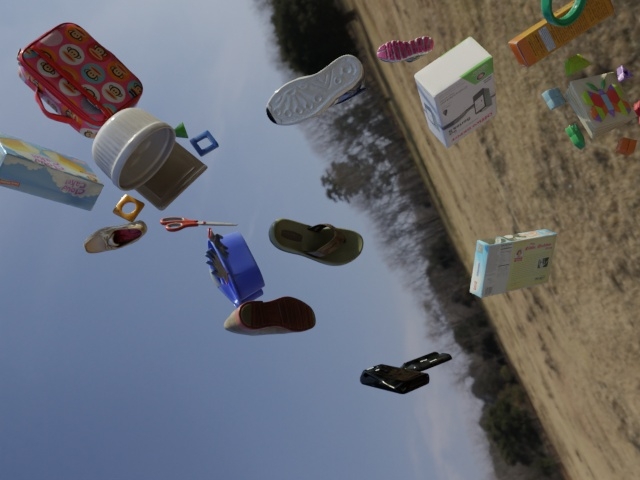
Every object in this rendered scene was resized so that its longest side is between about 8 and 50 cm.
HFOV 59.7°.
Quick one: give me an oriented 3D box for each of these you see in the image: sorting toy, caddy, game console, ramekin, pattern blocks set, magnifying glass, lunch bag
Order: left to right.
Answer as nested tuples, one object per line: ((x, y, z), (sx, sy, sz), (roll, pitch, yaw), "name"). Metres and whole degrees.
((-0.676, -0.433, 1.548), (0.293, 0.120, 0.258), (42, -125, -11), "lunch bag")
((-0.478, -0.237, 1.417), (0.109, 0.207, 0.207), (39, -171, 5), "ramekin")
((-0.439, -0.189, 1.549), (0.196, 0.348, 0.047), (37, 160, 15), "sorting toy")
((-0.375, 0.129, 2.363), (0.341, 0.179, 0.241), (60, 162, 18), "caddy")
((0.322, 0.444, 1.914), (0.361, 0.213, 0.044), (-9, -85, -39), "game console")
((0.391, -0.459, 0.933), (0.231, 0.092, 0.026), (44, -179, -42), "magnifying glass")
((0.709, -0.344, 1.400), (0.285, 0.324, 0.026), (54, 154, 4), "pattern blocks set")

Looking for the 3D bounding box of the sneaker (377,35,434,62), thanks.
((0.250, -0.561, 1.664), (0.075, 0.170, 0.063), (147, 109, -85), "sneaker")

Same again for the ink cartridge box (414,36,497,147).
((0.416, -0.437, 1.685), (0.115, 0.198, 0.273), (58, -176, 31), "ink cartridge box")

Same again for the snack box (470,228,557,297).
((0.657, 0.074, 1.889), (0.060, 0.321, 0.187), (34, 126, 56), "snack box")

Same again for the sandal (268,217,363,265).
((-0.001, 0.001, 1.610), (0.302, 0.086, 0.120), (9, -111, -29), "sandal")

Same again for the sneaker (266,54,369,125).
((-0.005, -0.446, 1.726), (0.130, 0.322, 0.236), (59, -174, -2), "sneaker")

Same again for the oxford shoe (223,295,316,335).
((-0.168, 0.263, 1.894), (0.348, 0.130, 0.123), (11, -119, -42), "oxford shoe")

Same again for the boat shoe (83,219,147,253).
((-0.540, -0.006, 1.461), (0.059, 0.170, 0.063), (-127, 15, -68), "boat shoe")

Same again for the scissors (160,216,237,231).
((-0.490, -0.075, 2.248), (0.109, 0.297, 0.021), (-133, 42, -53), "scissors")

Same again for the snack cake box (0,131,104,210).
((-0.728, -0.180, 1.462), (0.152, 0.089, 0.264), (39, -168, 37), "snack cake box")

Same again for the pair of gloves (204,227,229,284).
((-0.359, 0.050, 1.945), (0.159, 0.023, 0.198), (62, -164, -52), "pair of gloves")

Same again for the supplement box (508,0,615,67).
((0.593, -0.525, 1.379), (0.080, 0.233, 0.078), (53, -166, -14), "supplement box")
